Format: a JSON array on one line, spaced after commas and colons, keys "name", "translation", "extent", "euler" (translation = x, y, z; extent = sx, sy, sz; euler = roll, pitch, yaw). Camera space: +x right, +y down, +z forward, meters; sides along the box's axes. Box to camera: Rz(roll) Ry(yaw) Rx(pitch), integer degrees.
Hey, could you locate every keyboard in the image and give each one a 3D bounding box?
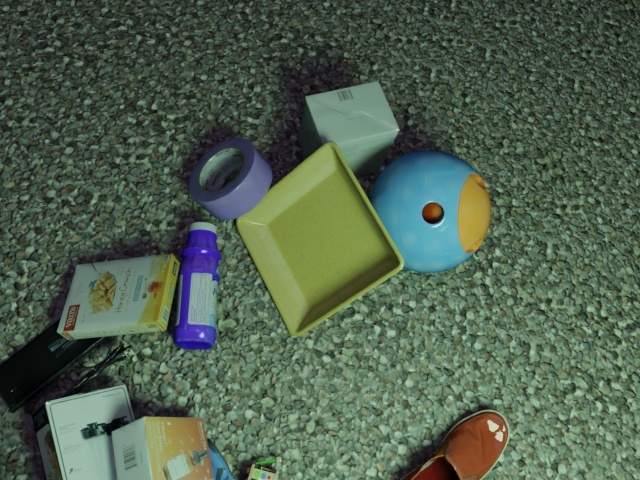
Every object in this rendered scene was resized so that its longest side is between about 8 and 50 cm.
[{"name": "keyboard", "translation": [-0.529, 0.247, 1.277], "extent": [0.317, 0.033, 0.201], "euler": [-41, 57, -20]}]

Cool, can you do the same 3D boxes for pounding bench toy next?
[{"name": "pounding bench toy", "translation": [-0.123, 0.486, 1.251], "extent": [0.065, 0.052, 0.083], "euler": [17, 67, -1]}]

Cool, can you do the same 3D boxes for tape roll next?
[{"name": "tape roll", "translation": [-0.215, -0.147, 1.421], "extent": [0.189, 0.080, 0.189], "euler": [-17, 52, 23]}]

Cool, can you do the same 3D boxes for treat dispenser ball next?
[{"name": "treat dispenser ball", "translation": [0.252, -0.067, 1.398], "extent": [0.288, 0.288, 0.288], "euler": [3, 68, -7]}]

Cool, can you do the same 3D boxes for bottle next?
[{"name": "bottle", "translation": [-0.275, 0.099, 1.347], "extent": [0.092, 0.118, 0.283], "euler": [2, 68, -7]}]

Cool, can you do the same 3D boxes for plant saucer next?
[{"name": "plant saucer", "translation": [0.000, 0.000, 1.373], "extent": [0.333, 0.081, 0.333], "euler": [-36, 74, 26]}]

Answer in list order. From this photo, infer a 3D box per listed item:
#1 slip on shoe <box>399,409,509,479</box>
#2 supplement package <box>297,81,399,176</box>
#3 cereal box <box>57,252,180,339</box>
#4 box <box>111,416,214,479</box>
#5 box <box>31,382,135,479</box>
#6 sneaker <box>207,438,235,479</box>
[{"name": "slip on shoe", "translation": [0.291, 0.487, 1.287], "extent": [0.331, 0.101, 0.123], "euler": [-31, 74, -20]}, {"name": "supplement package", "translation": [0.061, -0.264, 1.494], "extent": [0.194, 0.203, 0.149], "euler": [-14, 71, -14]}, {"name": "cereal box", "translation": [-0.435, 0.120, 1.289], "extent": [0.240, 0.047, 0.173], "euler": [-7, 54, 12]}, {"name": "box", "translation": [-0.307, 0.423, 1.169], "extent": [0.091, 0.170, 0.130], "euler": [-29, 63, 21]}, {"name": "box", "translation": [-0.436, 0.445, 1.164], "extent": [0.169, 0.087, 0.290], "euler": [-5, 66, -46]}, {"name": "sneaker", "translation": [-0.207, 0.515, 1.218], "extent": [0.082, 0.069, 0.209], "euler": [-26, 75, -15]}]
